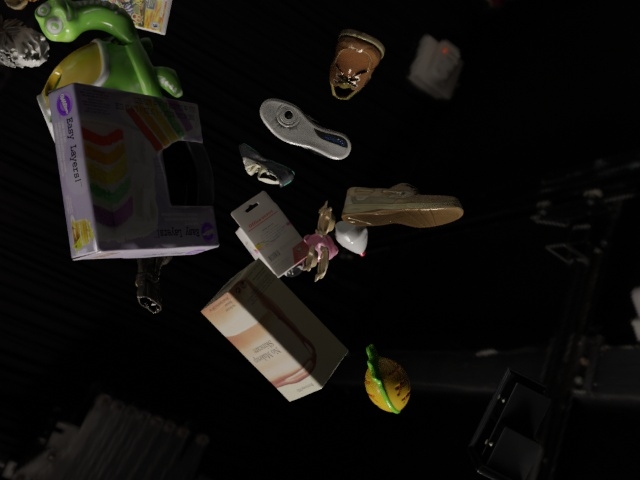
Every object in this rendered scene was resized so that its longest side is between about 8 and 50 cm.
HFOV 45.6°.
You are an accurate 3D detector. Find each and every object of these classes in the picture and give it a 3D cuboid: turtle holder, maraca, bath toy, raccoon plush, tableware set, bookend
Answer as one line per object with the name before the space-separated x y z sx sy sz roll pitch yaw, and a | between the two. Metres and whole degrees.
turtle holder | -0.368 -0.244 1.327 0.243 0.227 0.320 61 -16 25
maraca | 0.147 0.319 1.751 0.099 0.186 0.127 -23 -146 13
bath toy | -0.012 0.035 2.273 0.348 0.129 0.151 -22 -145 14
raccoon plush | -0.775 -0.342 1.594 0.299 0.446 0.216 102 8 -71
tableware set | 0.000 0.000 1.550 0.141 0.020 0.169 180 -79 -76
bookend | 0.302 0.292 1.192 0.156 0.072 0.157 -64 174 0

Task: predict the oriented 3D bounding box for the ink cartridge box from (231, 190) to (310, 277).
ink cartridge box | -0.129 -0.011 1.898 0.115 0.198 0.067 -36 179 -21

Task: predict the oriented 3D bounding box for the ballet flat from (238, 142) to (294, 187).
ballet flat | -0.169 -0.209 2.164 0.074 0.203 0.074 -46 155 -30

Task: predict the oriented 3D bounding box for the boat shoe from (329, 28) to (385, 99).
boat shoe | 0.078 -0.397 1.765 0.307 0.110 0.105 72 39 -87

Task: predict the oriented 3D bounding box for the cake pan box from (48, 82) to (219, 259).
cake pan box | -0.272 -0.098 1.154 0.070 0.266 0.246 -10 -96 33

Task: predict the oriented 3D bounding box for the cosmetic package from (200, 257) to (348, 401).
cosmetic package | -0.103 0.203 1.704 0.153 0.296 0.129 -37 -170 49

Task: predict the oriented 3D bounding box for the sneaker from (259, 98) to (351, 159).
sneaker | -0.042 -0.239 1.690 0.079 0.216 0.121 -62 -170 0

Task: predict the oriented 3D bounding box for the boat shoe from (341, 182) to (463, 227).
boat shoe | 0.197 -0.094 1.844 0.302 0.109 0.098 -1 -113 27

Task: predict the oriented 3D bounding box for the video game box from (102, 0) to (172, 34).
video game box | -0.484 -0.669 2.013 0.048 0.187 0.205 -47 151 -80

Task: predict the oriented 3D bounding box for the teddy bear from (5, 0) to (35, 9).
teddy bear | -0.687 -0.536 1.478 0.245 0.338 0.113 11 -87 33

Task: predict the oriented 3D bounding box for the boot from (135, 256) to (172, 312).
boot | -0.515 0.110 2.316 0.263 0.091 0.229 57 23 -71
